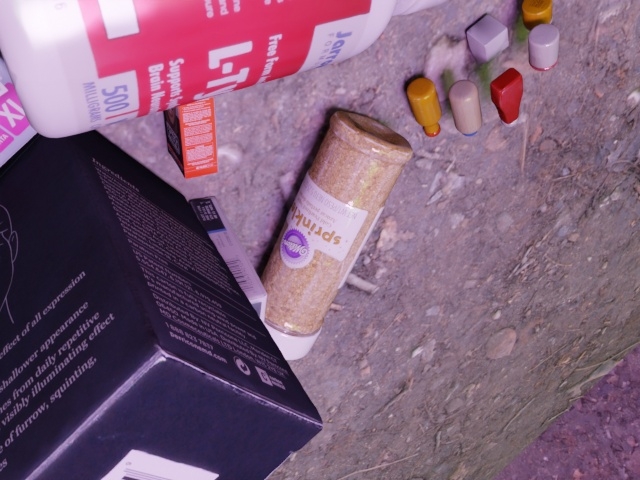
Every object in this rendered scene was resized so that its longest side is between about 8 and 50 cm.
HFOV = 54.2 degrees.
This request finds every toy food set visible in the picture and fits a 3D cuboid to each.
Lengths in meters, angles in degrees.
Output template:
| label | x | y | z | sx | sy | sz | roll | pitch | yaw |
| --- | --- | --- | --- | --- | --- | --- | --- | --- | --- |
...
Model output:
| label | x | y | z | sx | sy | sz | roll | pitch | yaw |
| --- | --- | --- | --- | --- | --- | --- | --- | --- | --- |
| toy food set | 0.243 | -0.226 | 0.876 | 0.232 | 0.111 | 0.104 | -40 | 149 | -1 |

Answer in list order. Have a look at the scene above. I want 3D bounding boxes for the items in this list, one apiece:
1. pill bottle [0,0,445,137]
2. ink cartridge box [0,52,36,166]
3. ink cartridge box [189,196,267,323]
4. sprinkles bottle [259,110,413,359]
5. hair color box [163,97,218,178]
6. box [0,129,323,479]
| label | x | y | z | sx | sy | sz | roll | pitch | yaw |
| --- | --- | --- | --- | --- | --- | --- | --- | --- | --- |
| pill bottle | -0.078 | -0.250 | 0.541 | 0.407 | 0.229 | 0.229 | -21 | 134 | -20 |
| ink cartridge box | -0.405 | -0.156 | 0.524 | 0.185 | 0.065 | 0.311 | -42 | 135 | 2 |
| ink cartridge box | -0.127 | 0.086 | 0.806 | 0.045 | 0.206 | 0.208 | -10 | 130 | -23 |
| sprinkles bottle | 0.000 | 0.000 | 0.885 | 0.121 | 0.121 | 0.356 | 7 | 120 | -38 |
| hair color box | -0.147 | -0.148 | 0.696 | 0.043 | 0.072 | 0.141 | -15 | 131 | -24 |
| box | -0.239 | 0.105 | 0.606 | 0.293 | 0.395 | 0.212 | -44 | 137 | 5 |
